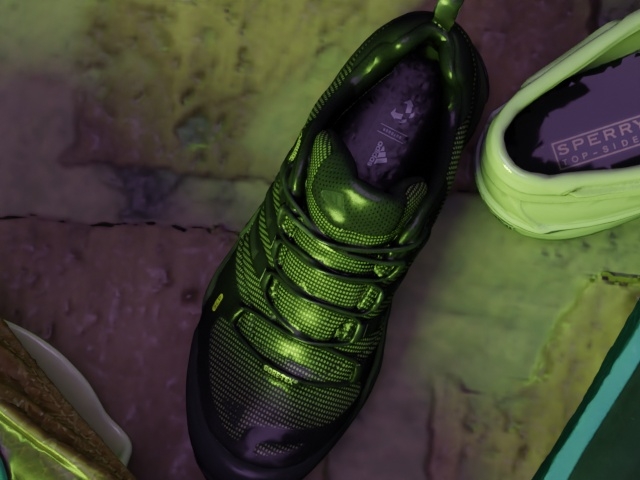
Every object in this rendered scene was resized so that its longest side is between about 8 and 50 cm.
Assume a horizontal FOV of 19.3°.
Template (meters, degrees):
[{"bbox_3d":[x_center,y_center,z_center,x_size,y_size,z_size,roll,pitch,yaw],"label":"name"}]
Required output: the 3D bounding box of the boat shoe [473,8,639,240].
[{"bbox_3d":[0.190,-0.078,0.793,0.267,0.088,0.096,-18,81,2],"label":"boat shoe"}]

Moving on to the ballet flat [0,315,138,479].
[{"bbox_3d":[-0.105,0.118,0.773,0.342,0.124,0.116,46,118,12],"label":"ballet flat"}]

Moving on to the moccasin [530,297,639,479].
[{"bbox_3d":[0.128,0.136,0.744,0.117,0.138,0.342,31,86,6],"label":"moccasin"}]

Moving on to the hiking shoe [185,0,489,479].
[{"bbox_3d":[0.000,0.000,0.783,0.086,0.114,0.227,22,84,7],"label":"hiking shoe"}]
